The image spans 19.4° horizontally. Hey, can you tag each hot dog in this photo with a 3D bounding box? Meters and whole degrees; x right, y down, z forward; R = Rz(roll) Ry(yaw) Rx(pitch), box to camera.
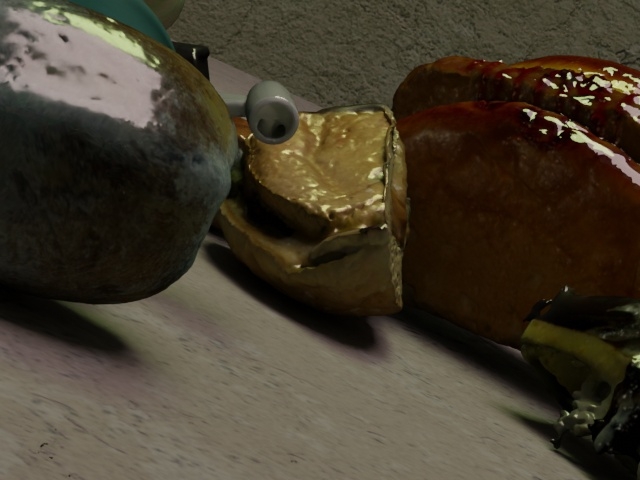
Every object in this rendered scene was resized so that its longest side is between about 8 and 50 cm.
[{"bbox_3d":[0.193,-0.033,1.519,0.405,0.223,0.185,22,21,31],"label":"hot dog"}]

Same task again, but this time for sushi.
[{"bbox_3d":[0.254,0.129,1.265,0.139,0.131,0.291,47,-14,-34],"label":"sushi"}]

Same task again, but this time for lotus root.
[{"bbox_3d":[-0.203,-0.068,0.997,0.322,0.158,0.140,18,-10,-5],"label":"lotus root"}]

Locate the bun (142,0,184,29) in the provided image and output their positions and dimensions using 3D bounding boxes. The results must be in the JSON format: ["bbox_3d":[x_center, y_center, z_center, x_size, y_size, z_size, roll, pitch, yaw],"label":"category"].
[{"bbox_3d":[-0.307,-0.291,2.139,0.293,0.187,0.293,21,-22,9],"label":"bun"}]

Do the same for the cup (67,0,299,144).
[{"bbox_3d":[-0.163,-0.073,1.171,0.300,0.167,0.173,-3,19,-4],"label":"cup"}]

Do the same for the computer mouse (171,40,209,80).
[{"bbox_3d":[-0.184,-0.108,1.412,0.264,0.147,0.088,25,18,28],"label":"computer mouse"}]

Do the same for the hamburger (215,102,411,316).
[{"bbox_3d":[0.000,0.000,1.397,0.155,0.135,0.207,-10,31,0],"label":"hamburger"}]

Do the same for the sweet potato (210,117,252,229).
[{"bbox_3d":[-0.094,-0.069,1.608,0.097,0.097,0.252,23,4,-14],"label":"sweet potato"}]
